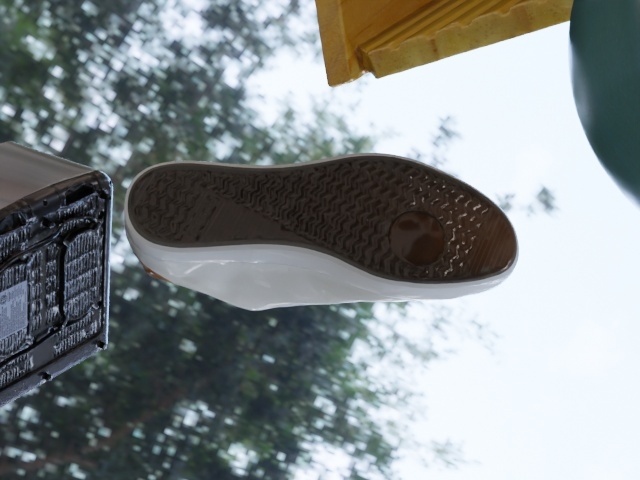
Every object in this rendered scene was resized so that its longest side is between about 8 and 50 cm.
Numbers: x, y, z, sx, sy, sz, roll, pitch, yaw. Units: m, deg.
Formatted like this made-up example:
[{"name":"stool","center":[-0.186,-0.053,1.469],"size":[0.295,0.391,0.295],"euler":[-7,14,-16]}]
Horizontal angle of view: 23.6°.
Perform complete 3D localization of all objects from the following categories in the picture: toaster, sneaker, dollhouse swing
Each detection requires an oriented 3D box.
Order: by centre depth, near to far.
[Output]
[{"name":"sneaker","center":[0.000,0.000,1.158],"size":[0.290,0.123,0.106],"euler":[7,-114,-1]},{"name":"toaster","center":[-0.246,0.021,1.167],"size":[0.110,0.168,0.186],"euler":[21,-59,27]},{"name":"dollhouse swing","center":[0.154,-0.353,1.328],"size":[0.346,0.315,0.305],"euler":[-11,-73,40]}]

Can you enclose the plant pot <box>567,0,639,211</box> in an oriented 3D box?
[{"name":"plant pot","center":[0.271,-0.111,0.855],"size":[0.235,0.293,0.293],"euler":[158,-46,-78]}]
